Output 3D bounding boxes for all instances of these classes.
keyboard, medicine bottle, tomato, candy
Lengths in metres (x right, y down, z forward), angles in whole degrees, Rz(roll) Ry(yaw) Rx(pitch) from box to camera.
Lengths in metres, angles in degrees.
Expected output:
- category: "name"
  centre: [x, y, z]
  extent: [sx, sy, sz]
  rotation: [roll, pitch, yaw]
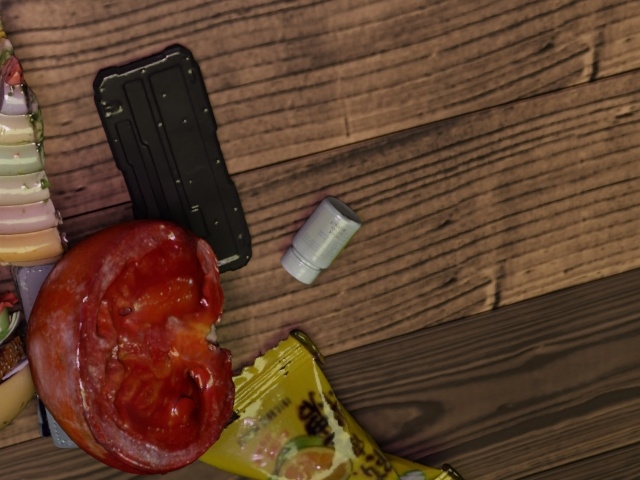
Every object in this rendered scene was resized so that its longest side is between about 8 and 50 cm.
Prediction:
- category: "keyboard"
  centre: [-0.141, -0.065, 1.866]
  extent: [0.106, 0.016, 0.262]
  rotation: [-21, 126, -7]
- category: "medicine bottle"
  centre: [0.000, 0.000, 1.941]
  extent: [0.047, 0.047, 0.083]
  rotation: [28, 109, -32]
- category: "tomato"
  centre: [-0.188, 0.099, 1.791]
  extent: [0.200, 0.139, 0.233]
  rotation: [-1, 89, -50]
- category: "candy"
  centre: [0.003, 0.236, 2.078]
  extent: [0.187, 0.081, 0.297]
  rotation: [-40, 115, 7]

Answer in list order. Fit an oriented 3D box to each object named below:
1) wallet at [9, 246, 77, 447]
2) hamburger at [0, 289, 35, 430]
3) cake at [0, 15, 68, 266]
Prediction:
- category: "wallet"
  centre: [-0.213, 0.099, 1.914]
  extent: [0.170, 0.069, 0.231]
  rotation: [-10, 120, -5]
- category: "hamburger"
  centre: [-0.339, 0.122, 1.809]
  extent: [0.175, 0.175, 0.137]
  rotation: [-31, 99, 1]
- category: "cake"
  centre: [-0.292, -0.081, 1.742]
  extent: [0.090, 0.109, 0.225]
  rotation: [-14, 126, -12]
